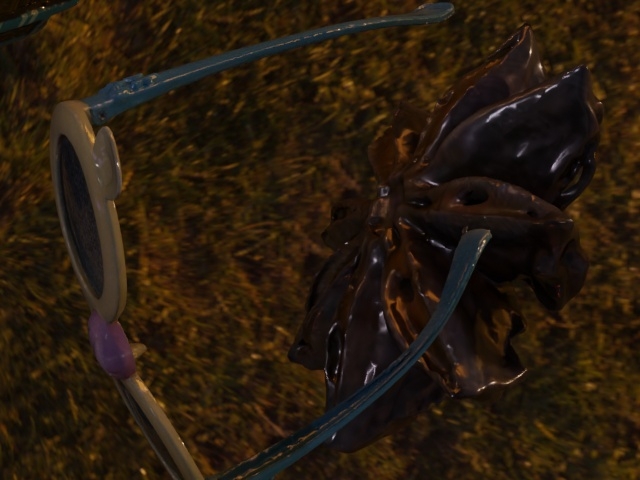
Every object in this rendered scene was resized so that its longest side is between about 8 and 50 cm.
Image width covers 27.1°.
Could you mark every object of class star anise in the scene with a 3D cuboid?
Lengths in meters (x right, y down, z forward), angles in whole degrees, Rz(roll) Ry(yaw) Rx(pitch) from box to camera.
[{"bbox_3d":[0.089,0.002,0.929,0.117,0.331,0.332,25,83,-19],"label":"star anise"}]

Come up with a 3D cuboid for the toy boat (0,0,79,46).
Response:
[{"bbox_3d":[-0.370,-0.234,1.398,0.134,0.299,0.092,26,117,15],"label":"toy boat"}]

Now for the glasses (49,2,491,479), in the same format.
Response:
[{"bbox_3d":[-0.021,-0.004,0.580,0.220,0.088,0.190,-37,121,-40],"label":"glasses"}]
